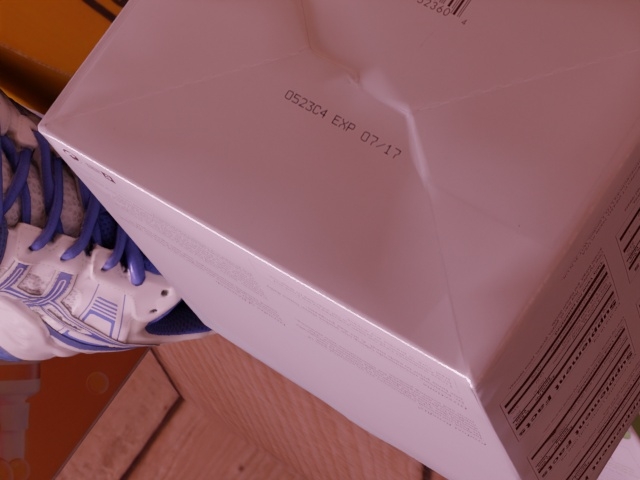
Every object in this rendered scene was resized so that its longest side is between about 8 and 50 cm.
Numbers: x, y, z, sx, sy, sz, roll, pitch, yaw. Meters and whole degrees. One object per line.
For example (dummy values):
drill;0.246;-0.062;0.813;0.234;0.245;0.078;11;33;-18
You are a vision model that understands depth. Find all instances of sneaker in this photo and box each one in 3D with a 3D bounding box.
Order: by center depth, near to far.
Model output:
sneaker;-0.116;-0.020;0.826;0.131;0.112;0.296;-1;167;12

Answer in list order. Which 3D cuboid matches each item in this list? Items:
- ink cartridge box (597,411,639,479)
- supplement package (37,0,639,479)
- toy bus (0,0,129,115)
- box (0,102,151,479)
ink cartridge box;0.157;0.085;1.007;0.109;0.062;0.209;21;153;52
supplement package;0.038;-0.016;0.739;0.194;0.149;0.203;30;168;24
toy bus;-0.203;-0.178;0.835;0.332;0.130;0.108;36;170;-1
box;-0.224;0.039;1.244;0.215;0.345;0.168;37;167;-7
